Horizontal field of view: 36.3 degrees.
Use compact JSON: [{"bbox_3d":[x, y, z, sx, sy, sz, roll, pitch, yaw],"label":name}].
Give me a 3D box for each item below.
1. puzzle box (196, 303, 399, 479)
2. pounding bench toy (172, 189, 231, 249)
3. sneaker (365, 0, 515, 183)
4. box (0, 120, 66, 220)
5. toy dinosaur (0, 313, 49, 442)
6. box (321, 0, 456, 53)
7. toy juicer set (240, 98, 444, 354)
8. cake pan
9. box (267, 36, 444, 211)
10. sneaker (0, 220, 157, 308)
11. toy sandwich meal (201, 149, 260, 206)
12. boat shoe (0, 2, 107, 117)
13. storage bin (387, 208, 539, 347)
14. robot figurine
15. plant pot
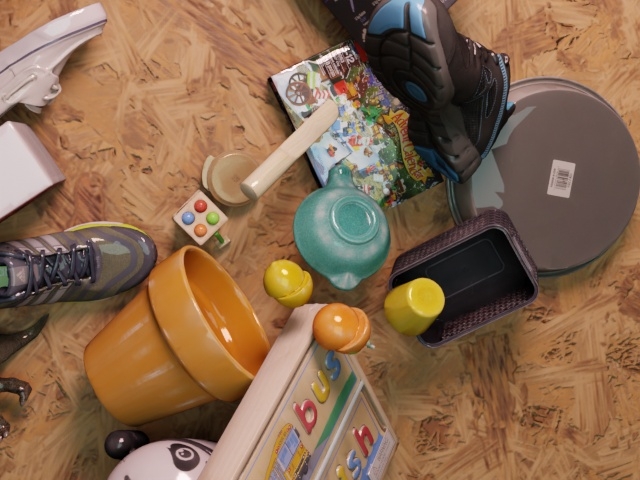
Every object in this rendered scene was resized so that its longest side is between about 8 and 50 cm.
[{"bbox_3d":[-0.033,0.309,1.195,0.052,0.409,0.272,-6,127,32],"label":"puzzle box"},{"bbox_3d":[-0.150,-0.020,1.309,0.052,0.065,0.083,-45,101,-3],"label":"pounding bench toy"},{"bbox_3d":[0.155,-0.209,1.198,0.125,0.341,0.140,39,82,28],"label":"sneaker"},{"bbox_3d":[-0.400,-0.074,1.209,0.130,0.170,0.091,-34,100,-4],"label":"box"},{"bbox_3d":[-0.476,0.204,1.252,0.313,0.121,0.160,-45,113,1],"label":"toy dinosaur"},{"bbox_3d":[0.063,-0.393,1.246,0.270,0.143,0.165,47,63,-10],"label":"box"},{"bbox_3d":[0.000,0.000,1.255,0.209,0.089,0.329,-24,79,-25],"label":"toy juicer set"},{"bbox_3d":[0.327,-0.087,1.389,0.293,0.054,0.293,-1,95,-10],"label":"cake pan"},{"bbox_3d":[0.049,-0.151,1.340,0.159,0.044,0.233,-27,99,-6],"label":"box"},{"bbox_3d":[-0.358,0.043,1.252,0.300,0.121,0.111,-10,97,-8],"label":"sneaker"},{"bbox_3d":[-0.121,-0.084,1.329,0.085,0.029,0.086,-1,93,-16],"label":"toy sandwich meal"},{"bbox_3d":[-0.375,-0.203,1.242,0.267,0.096,0.088,-33,104,-4],"label":"boat shoe"},{"bbox_3d":[0.195,0.051,1.334,0.180,0.084,0.122,-28,100,17],"label":"storage bin"},{"bbox_3d":[-0.168,0.334,1.232,0.209,0.278,0.174,3,79,10],"label":"robot figurine"},{"bbox_3d":[-0.192,0.141,1.264,0.188,0.205,0.205,-32,100,10],"label":"plant pot"}]
